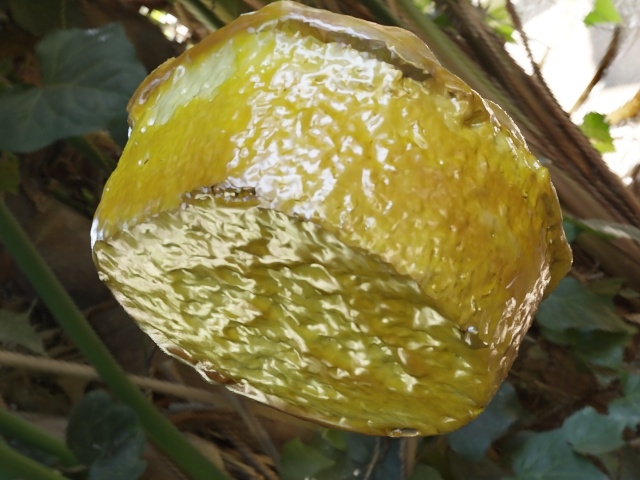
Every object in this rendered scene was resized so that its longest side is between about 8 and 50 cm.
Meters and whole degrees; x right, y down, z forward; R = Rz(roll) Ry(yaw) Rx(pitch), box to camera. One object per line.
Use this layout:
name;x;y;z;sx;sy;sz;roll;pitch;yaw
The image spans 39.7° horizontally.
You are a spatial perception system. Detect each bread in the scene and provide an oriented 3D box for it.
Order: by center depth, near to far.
bread;0.000;0.000;0.737;0.398;0.398;0.215;-41;21;56
